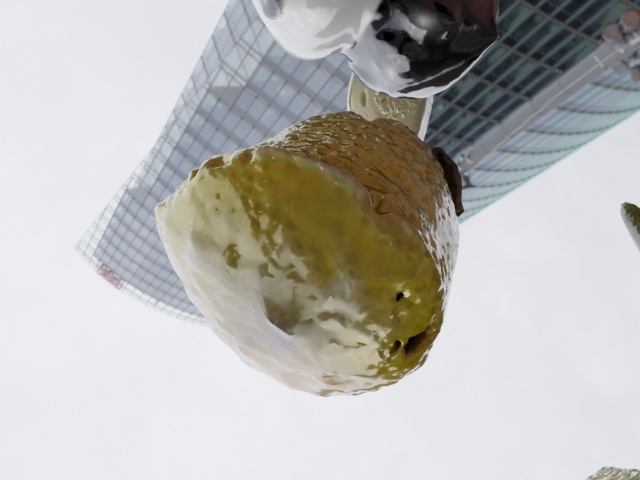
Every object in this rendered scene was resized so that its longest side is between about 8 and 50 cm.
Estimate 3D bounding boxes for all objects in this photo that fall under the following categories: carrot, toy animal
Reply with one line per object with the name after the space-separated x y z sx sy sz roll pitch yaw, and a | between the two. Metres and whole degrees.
0.701 0.063 1.239 0.074 0.074 0.358 0 -127 -31 | carrot
0.055 -0.331 0.787 0.310 0.251 0.251 13 -120 -35 | toy animal

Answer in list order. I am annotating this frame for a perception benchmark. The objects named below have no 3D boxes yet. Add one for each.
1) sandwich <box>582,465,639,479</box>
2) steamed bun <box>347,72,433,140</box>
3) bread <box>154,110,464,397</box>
0.176 0.251 0.485 0.193 0.162 0.058 -34 -110 -5 | sandwich
0.140 -0.271 1.222 0.155 0.200 0.250 14 -89 12 | steamed bun
0.002 0.004 0.413 0.197 0.197 0.170 42 -139 -6 | bread
